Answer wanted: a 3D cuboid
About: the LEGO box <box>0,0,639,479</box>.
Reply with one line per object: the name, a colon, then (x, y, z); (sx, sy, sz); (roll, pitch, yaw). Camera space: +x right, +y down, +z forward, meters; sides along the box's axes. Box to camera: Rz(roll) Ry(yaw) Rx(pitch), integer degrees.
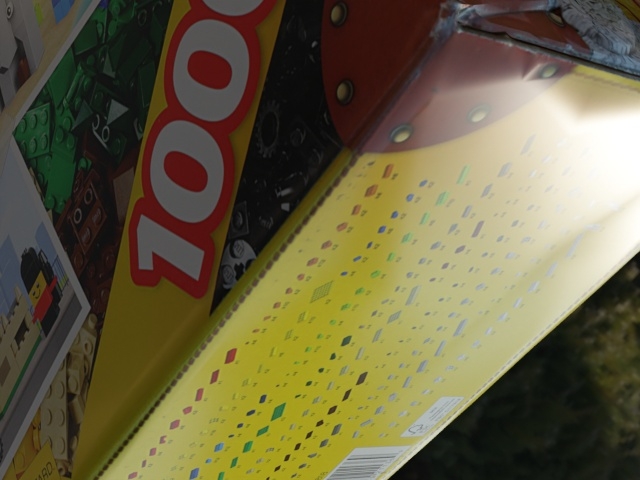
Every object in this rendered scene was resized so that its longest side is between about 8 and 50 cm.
LEGO box: (-0.086, -0.041, 0.594); (0.193, 0.372, 0.500); (5, 137, -39)
